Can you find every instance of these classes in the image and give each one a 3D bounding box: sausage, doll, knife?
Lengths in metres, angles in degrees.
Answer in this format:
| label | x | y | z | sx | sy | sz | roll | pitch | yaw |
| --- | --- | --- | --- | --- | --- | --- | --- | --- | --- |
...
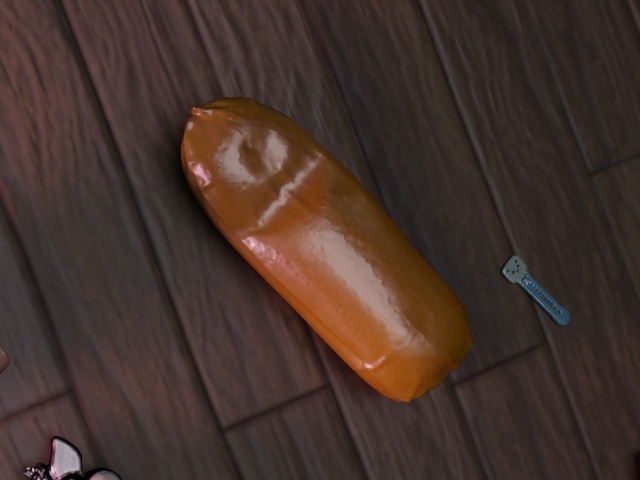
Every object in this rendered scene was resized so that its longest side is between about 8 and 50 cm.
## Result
| label | x | y | z | sx | sy | sz | roll | pitch | yaw |
| --- | --- | --- | --- | --- | --- | --- | --- | --- | --- |
| sausage | -0.001 | 0.000 | 1.491 | 0.134 | 0.116 | 0.354 | -42 | 97 | -5 |
| doll | -0.177 | 0.265 | 1.421 | 0.219 | 0.067 | 0.091 | 30 | 79 | -14 |
| knife | 0.230 | 0.055 | 1.629 | 0.096 | 0.010 | 0.027 | 44 | 72 | -12 |

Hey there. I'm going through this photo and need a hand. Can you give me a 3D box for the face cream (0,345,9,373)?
| label | x | y | z | sx | sy | sz | roll | pitch | yaw |
| --- | --- | --- | --- | --- | --- | --- | --- | --- | --- |
| face cream | -0.356 | 0.093 | 1.323 | 0.149 | 0.149 | 0.104 | 45 | 72 | -12 |
